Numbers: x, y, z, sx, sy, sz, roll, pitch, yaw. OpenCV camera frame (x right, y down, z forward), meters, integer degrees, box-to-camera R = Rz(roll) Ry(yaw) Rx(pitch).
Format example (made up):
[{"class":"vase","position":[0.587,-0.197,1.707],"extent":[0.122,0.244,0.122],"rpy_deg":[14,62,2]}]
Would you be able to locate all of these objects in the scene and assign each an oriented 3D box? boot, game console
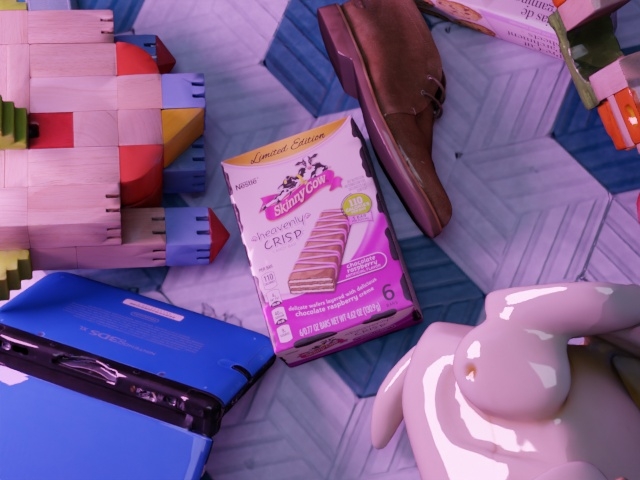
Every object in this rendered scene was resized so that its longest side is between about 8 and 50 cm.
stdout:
[{"class":"boot","position":[0.097,-0.148,1.571],"extent":[0.115,0.112,0.305],"rpy_deg":[-18,66,-5]},{"class":"game console","position":[-0.228,0.184,1.521],"extent":[0.293,0.250,0.173],"rpy_deg":[17,116,17]}]

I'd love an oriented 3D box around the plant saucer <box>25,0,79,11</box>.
[{"class":"plant saucer","position":[-0.329,-0.282,1.752],"extent":[0.067,0.018,0.192],"rpy_deg":[-15,68,7]}]

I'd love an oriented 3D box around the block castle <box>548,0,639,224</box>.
[{"class":"block castle","position":[0.393,-0.238,1.434],"extent":[0.303,0.213,0.453],"rpy_deg":[-22,89,-5]}]

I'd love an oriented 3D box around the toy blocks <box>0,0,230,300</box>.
[{"class":"toy blocks","position":[-0.238,-0.116,1.590],"extent":[0.260,0.191,0.381],"rpy_deg":[-2,59,-8]}]

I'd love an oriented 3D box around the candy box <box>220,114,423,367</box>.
[{"class":"candy box","position":[0.000,0.000,1.554],"extent":[0.159,0.071,0.233],"rpy_deg":[-20,68,6]}]

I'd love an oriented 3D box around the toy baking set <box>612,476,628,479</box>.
[{"class":"toy baking set","position":[0.224,0.290,1.149],"extent":[0.256,0.030,0.197],"rpy_deg":[-30,81,23]}]

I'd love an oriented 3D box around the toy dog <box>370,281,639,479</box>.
[{"class":"toy dog","position":[0.187,0.268,1.315],"extent":[0.395,0.284,0.408],"rpy_deg":[-3,70,29]}]

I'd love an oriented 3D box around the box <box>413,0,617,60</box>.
[{"class":"box","position":[0.172,-0.280,1.615],"extent":[0.324,0.067,0.063],"rpy_deg":[22,78,17]}]
